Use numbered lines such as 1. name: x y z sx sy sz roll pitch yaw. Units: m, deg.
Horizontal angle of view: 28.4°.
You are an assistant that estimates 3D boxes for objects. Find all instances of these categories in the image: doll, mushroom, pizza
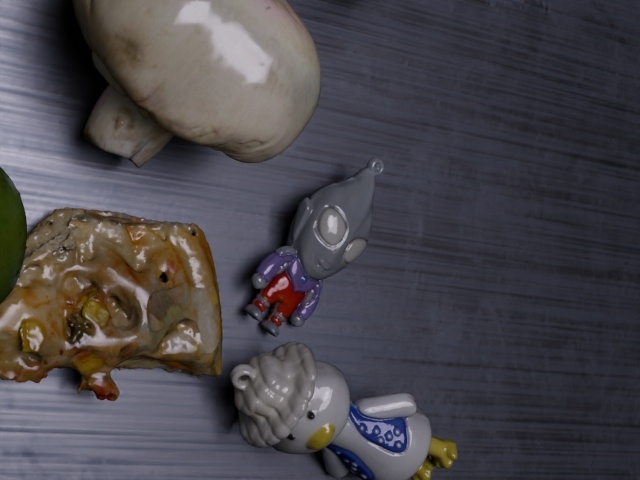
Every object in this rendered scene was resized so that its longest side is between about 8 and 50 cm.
1. doll: 0.000 0.000 1.377 0.227 0.075 0.102 -51 131 -13
2. doll: 0.022 0.194 1.353 0.293 0.138 0.119 30 31 -32
3. mushroom: -0.137 -0.170 1.233 0.260 0.234 0.254 53 18 23
4. pizza: -0.222 0.061 1.223 0.297 0.071 0.189 1 87 -33

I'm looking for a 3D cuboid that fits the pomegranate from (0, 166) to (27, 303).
1. pomegranate: -0.351 -0.027 1.090 0.202 0.202 0.248 22 45 -31
